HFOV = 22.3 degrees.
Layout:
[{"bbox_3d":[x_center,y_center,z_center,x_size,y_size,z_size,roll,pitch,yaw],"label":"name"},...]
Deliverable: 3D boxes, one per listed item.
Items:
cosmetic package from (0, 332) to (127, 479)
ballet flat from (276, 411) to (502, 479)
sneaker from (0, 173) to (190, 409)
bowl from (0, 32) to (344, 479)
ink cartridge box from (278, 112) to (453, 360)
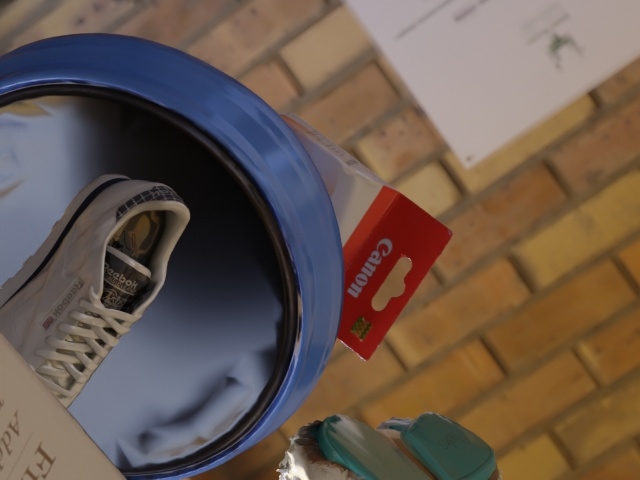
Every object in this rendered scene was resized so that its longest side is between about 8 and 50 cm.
[{"bbox_3d":[-0.324,0.214,0.909,0.327,0.393,0.329,7,-124,30],"label":"cosmetic package"},{"bbox_3d":[0.051,0.217,1.255,0.147,0.147,0.409,-35,166,13],"label":"ballet flat"},{"bbox_3d":[-0.178,0.057,1.155,0.095,0.090,0.235,16,-105,53],"label":"sneaker"},{"bbox_3d":[-0.175,0.027,1.338,0.391,0.391,0.077,-33,-170,25],"label":"bowl"},{"bbox_3d":[0.000,0.000,1.381,0.145,0.179,0.045,-57,165,18],"label":"ink cartridge box"}]
